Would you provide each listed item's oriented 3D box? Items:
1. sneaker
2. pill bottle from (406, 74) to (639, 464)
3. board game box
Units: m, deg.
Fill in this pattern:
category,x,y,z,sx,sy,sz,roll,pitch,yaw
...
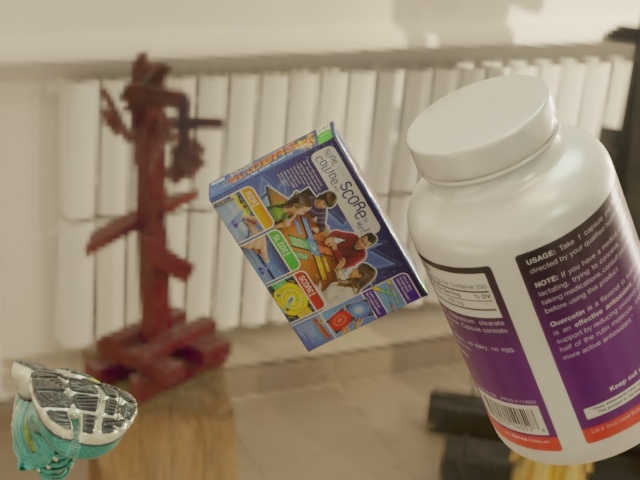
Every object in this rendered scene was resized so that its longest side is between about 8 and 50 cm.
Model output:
category,x,y,z,sx,sy,sz,roll,pitch,yaw
sneaker,-0.254,0.189,1.333,0.107,0.110,0.275,13,-4,-19
pill bottle,0.189,0.026,1.162,0.181,0.323,0.181,-20,27,10
board game box,0.000,0.000,1.289,0.136,0.201,0.035,-25,29,10
